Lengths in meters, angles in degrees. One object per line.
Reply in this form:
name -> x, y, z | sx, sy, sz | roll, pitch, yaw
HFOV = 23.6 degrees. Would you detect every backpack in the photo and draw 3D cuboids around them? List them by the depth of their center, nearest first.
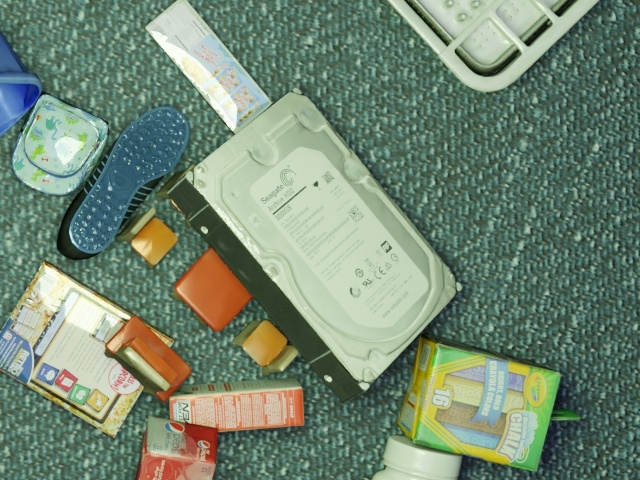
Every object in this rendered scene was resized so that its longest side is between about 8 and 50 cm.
backpack -> -0.328, -0.115, 1.907 | 0.105, 0.084, 0.114 | 26, 92, -5

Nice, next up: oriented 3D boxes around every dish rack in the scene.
dish rack -> 0.196, -0.387, 1.964 | 0.285, 0.072, 0.333 | -44, 97, -2

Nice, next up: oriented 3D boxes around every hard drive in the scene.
hard drive -> 0.000, 0.000, 1.895 | 0.339, 0.064, 0.237 | 50, 50, -2

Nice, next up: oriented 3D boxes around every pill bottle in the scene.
pill bottle -> 0.112, 0.363, 1.964 | 0.119, 0.119, 0.209 | 13, 91, -7

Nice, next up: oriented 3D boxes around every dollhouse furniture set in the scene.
dollhouse furniture set -> -0.141, 0.072, 1.884 | 0.262, 0.135, 0.259 | 44, 72, -8

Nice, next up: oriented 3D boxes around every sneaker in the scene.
sneaker -> -0.255, -0.072, 1.924 | 0.081, 0.090, 0.232 | 43, 65, -14

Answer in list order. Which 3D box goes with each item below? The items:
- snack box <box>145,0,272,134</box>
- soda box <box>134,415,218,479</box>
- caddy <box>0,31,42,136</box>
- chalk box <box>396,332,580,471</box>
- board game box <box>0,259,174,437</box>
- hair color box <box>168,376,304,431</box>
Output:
snack box -> -0.142, -0.223, 1.955 | 0.064, 0.022, 0.178 | -41, 96, -4
soda box -> -0.195, 0.353, 1.898 | 0.092, 0.083, 0.263 | 11, 115, -6
caddy -> -0.467, -0.153, 1.769 | 0.241, 0.341, 0.179 | -32, 86, 16
chalk box -> 0.223, 0.212, 1.964 | 0.213, 0.132, 0.132 | 15, 90, -6
board game box -> -0.306, 0.137, 1.941 | 0.193, 0.045, 0.147 | 33, 88, -7
hair color box -> -0.109, 0.210, 1.944 | 0.167, 0.093, 0.053 | -2, 93, -6
